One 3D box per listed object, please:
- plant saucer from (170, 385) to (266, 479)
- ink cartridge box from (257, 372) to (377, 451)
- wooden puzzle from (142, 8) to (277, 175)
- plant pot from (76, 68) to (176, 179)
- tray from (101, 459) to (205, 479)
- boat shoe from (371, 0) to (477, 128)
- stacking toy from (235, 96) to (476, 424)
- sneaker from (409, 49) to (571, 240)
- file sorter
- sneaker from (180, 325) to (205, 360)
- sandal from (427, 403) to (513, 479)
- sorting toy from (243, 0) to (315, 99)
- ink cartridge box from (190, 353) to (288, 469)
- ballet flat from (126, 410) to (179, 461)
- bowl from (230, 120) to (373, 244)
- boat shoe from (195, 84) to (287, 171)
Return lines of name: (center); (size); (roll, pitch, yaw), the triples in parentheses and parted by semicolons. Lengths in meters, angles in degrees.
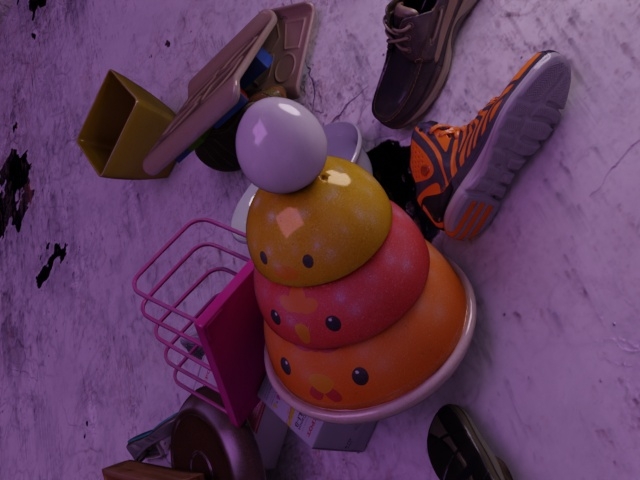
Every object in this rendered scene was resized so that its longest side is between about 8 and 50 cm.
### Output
plant saucer: (-0.203, 0.429, 1.476); (0.310, 0.050, 0.311); (12, 105, 52)
ink cartridge box: (0.005, 0.260, 1.356); (0.176, 0.127, 0.128); (31, 101, 47)
wooden puzzle: (-0.222, -0.311, 1.717); (0.322, 0.080, 0.348); (-35, 27, 35)
plant pot: (-0.457, -0.268, 1.987); (0.212, 0.187, 0.212); (46, 111, 45)
tray: (-0.311, 0.547, 1.546); (0.411, 0.076, 0.203); (-18, 85, 56)
boat shoe: (0.164, -0.373, 1.381); (0.132, 0.130, 0.355); (31, 101, 48)
stacking toy: (0.000, 0.000, 1.128); (0.350, 0.480, 0.351); (-17, 40, 15)
sneaker: (0.240, -0.174, 1.240); (0.321, 0.124, 0.180); (-58, 45, 18)
file sorter: (-0.177, 0.134, 1.371); (0.182, 0.291, 0.202); (22, 53, 27)
sneaker: (-0.215, 0.182, 1.670); (0.232, 0.090, 0.115); (-37, 16, 51)
sandal: (0.237, 0.358, 1.114); (0.120, 0.086, 0.303); (-54, 30, 29)
sorting toy: (-0.087, -0.409, 1.745); (0.193, 0.038, 0.208); (7, 87, 49)
ink cartridge box: (-0.158, 0.326, 1.542); (0.218, 0.092, 0.159); (22, 94, 47)
ballet flat: (-0.350, 0.437, 1.750); (0.213, 0.072, 0.068); (-34, 82, 37)
bowl: (-0.011, -0.066, 1.435); (0.297, 0.134, 0.298); (-32, 28, 20)
boat shoe: (-0.166, -0.242, 1.737); (0.307, 0.110, 0.104); (-19, 35, 51)
